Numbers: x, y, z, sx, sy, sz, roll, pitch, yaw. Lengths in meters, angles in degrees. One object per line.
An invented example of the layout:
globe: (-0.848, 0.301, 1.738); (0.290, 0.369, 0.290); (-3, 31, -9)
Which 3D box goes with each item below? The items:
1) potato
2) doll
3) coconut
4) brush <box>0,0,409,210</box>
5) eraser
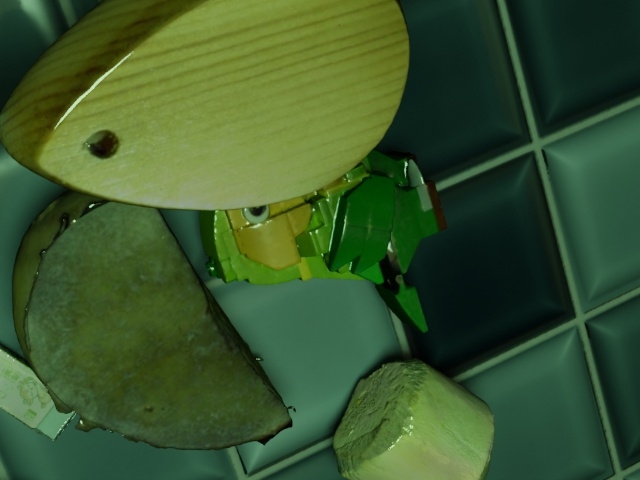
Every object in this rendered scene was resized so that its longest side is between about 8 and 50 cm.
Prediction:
potato: (-0.134, 0.064, 0.807); (0.138, 0.098, 0.243); (-33, 121, -7)
doll: (0.001, -0.009, 0.838); (0.186, 0.106, 0.134); (8, 97, -23)
coconut: (0.083, 0.164, 0.906); (0.122, 0.116, 0.116); (38, 86, -19)
brush: (-0.087, -0.119, 0.719); (0.266, 0.166, 0.174); (-19, 130, -26)
eraser: (-0.217, 0.109, 0.824); (0.083, 0.019, 0.038); (40, 83, -25)
